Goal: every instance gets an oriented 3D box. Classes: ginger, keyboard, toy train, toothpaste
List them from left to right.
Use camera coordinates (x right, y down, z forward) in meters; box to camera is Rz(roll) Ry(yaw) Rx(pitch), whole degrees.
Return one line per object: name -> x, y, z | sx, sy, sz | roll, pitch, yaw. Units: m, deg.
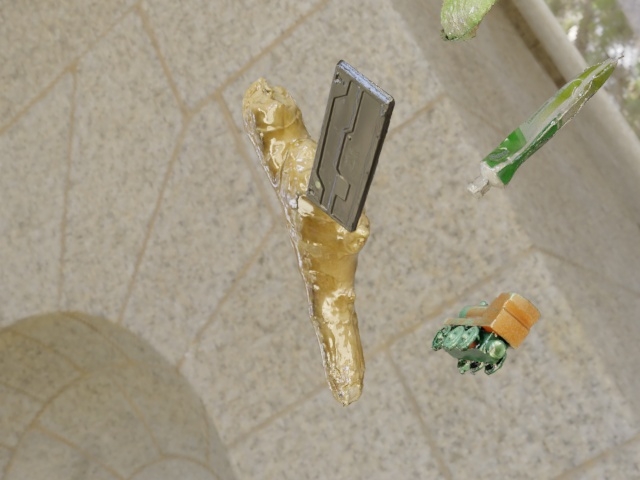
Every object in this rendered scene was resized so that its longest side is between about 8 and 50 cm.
ginger -> 0.000, 0.000, 0.955 | 0.081, 0.334, 0.148 | -23, 18, -39
keyboard -> 0.020, -0.064, 0.694 | 0.010, 0.053, 0.155 | -40, -18, -30
toy train -> 0.132, 0.075, 0.790 | 0.064, 0.044, 0.103 | -53, 10, -13
toothpaste -> 0.280, -0.144, 1.203 | 0.248, 0.047, 0.078 | -44, 4, 1

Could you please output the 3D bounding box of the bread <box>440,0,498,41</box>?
bread -> 0.184, -0.297, 0.803 | 0.301, 0.045, 0.301 | -57, 5, 8
